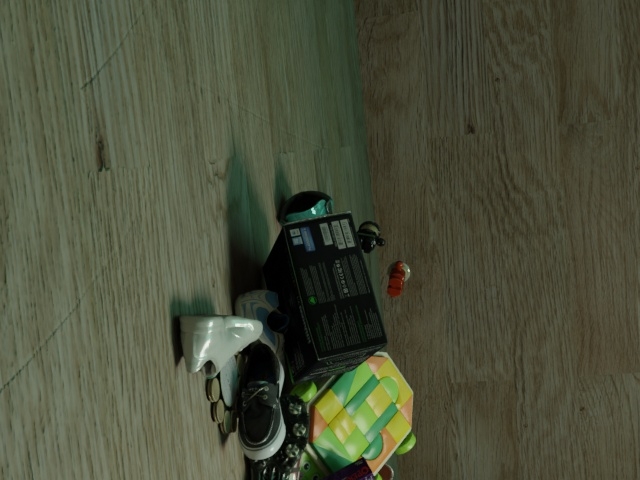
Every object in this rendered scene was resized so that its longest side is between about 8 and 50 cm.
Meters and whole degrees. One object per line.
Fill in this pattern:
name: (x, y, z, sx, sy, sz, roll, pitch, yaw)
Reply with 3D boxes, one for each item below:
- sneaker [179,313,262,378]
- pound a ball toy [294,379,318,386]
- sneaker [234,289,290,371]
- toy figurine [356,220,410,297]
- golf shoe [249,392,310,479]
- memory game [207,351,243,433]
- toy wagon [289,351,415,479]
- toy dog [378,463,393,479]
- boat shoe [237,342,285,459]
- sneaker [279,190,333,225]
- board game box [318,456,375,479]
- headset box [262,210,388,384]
sneaker: (-0.152, 0.156, 1.349, 0.212, 0.080, 0.094, 12, 80, -69)
pound a ball toy: (-0.012, 0.300, 1.932, 0.208, 0.136, 0.319, -5, -83, 60)
sneaker: (-0.089, 0.175, 1.631, 0.237, 0.086, 0.085, 76, 12, -48)
toy figurine: (0.109, 0.079, 2.385, 0.213, 0.209, 0.148, 51, 19, -8)
golf shoe: (-0.083, 0.400, 1.587, 0.120, 0.105, 0.273, 98, 1, -57)
memory game: (-0.152, 0.217, 1.464, 0.186, 0.012, 0.186, -5, 90, -79)
toy wagon: (0.047, 0.377, 1.791, 0.344, 0.068, 0.267, -44, 110, -31)
toy dog: (0.152, 0.554, 2.009, 0.161, 0.334, 0.220, -59, -165, -19)
boat shoe: (-0.098, 0.255, 1.496, 0.228, 0.080, 0.076, -82, 158, -56)
sneaker: (0.000, 0.000, 1.963, 0.295, 0.124, 0.178, 60, -5, 38)
board game box: (0.030, 0.577, 1.786, 0.056, 0.208, 0.347, -121, -169, -45)
headset box: (-0.002, 0.114, 1.662, 0.283, 0.131, 0.246, 124, -47, -69)
